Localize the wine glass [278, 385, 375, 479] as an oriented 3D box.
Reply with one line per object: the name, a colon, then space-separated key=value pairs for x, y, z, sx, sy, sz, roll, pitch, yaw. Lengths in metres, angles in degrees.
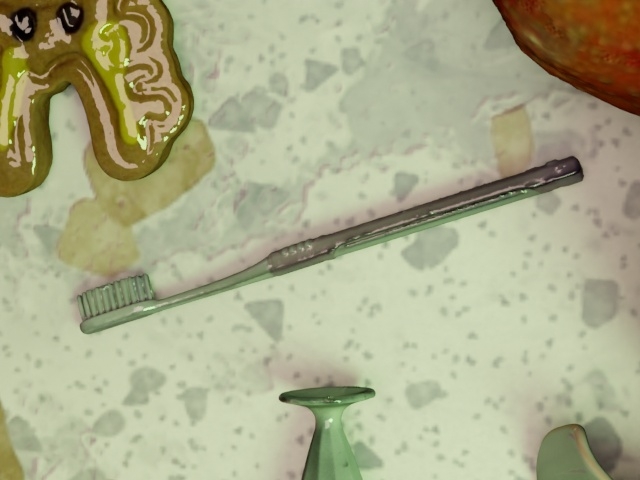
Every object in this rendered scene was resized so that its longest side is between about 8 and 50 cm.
wine glass: x=0.008 y=0.175 z=1.027 sx=0.073 sy=0.073 sz=0.155 roll=-4 pitch=89 yaw=10

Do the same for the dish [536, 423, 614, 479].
dish: x=0.224 y=0.204 z=0.960 sx=0.064 sy=0.154 sz=0.234 roll=-35 pitch=87 yaw=-13

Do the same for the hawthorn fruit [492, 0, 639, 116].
hawthorn fruit: x=0.234 y=-0.175 z=0.891 sx=0.300 sy=0.254 sz=0.254 roll=28 pitch=98 yaw=-15

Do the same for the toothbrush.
toothbrush: x=0.000 y=0.000 z=1.040 sx=0.354 sy=0.024 sz=0.029 roll=-17 pitch=82 yaw=11

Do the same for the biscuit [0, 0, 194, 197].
biscuit: x=-0.181 y=-0.180 z=1.053 sx=0.186 sy=0.044 sz=0.295 roll=-9 pitch=92 yaw=8
